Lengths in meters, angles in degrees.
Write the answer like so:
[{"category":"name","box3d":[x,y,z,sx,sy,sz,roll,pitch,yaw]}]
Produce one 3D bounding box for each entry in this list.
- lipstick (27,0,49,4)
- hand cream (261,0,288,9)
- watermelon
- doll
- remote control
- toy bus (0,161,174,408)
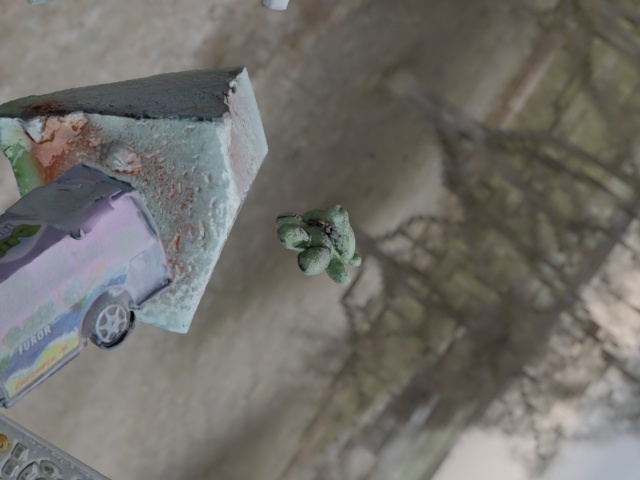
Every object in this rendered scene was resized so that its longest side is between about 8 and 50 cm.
[{"category":"lipstick","box3d":[-0.314,-0.372,1.940,0.079,0.077,0.253,-91,164,-54]},{"category":"hand cream","box3d":[-0.012,-0.283,1.499,0.038,0.052,0.216,-103,-157,-57]},{"category":"watermelon","box3d":[-0.164,-0.052,1.894,0.319,0.290,0.213,1,166,-36]},{"category":"doll","box3d":[0.000,0.000,2.164,0.077,0.115,0.150,-52,173,18]},{"category":"remote control","box3d":[-0.352,0.285,2.310,0.109,0.313,0.055,-58,180,23]},{"category":"toy bus","box3d":[-0.262,0.060,1.533,0.317,0.112,0.138,-41,141,-35]}]
